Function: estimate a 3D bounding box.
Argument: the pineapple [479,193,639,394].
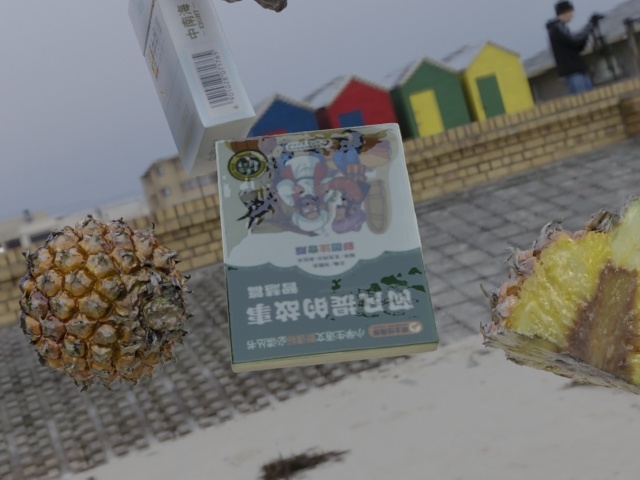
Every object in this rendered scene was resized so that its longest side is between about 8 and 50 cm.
[{"bbox_3d":[0.406,0.072,1.508,0.344,0.286,0.209,23,-14,-18],"label":"pineapple"}]

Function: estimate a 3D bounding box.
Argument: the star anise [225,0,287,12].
[{"bbox_3d":[-0.089,-0.384,1.260,0.223,0.236,0.109,-4,53,42],"label":"star anise"}]

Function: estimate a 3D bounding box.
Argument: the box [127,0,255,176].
[{"bbox_3d":[-0.159,-0.217,1.156,0.067,0.243,0.155,-17,-14,-21],"label":"box"}]

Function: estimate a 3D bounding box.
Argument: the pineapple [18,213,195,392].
[{"bbox_3d":[-0.180,0.066,0.919,0.136,0.176,0.161,10,28,40],"label":"pineapple"}]

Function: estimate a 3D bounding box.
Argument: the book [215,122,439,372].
[{"bbox_3d":[0.000,0.000,0.990,0.202,0.264,0.027,-5,-30,-3],"label":"book"}]
